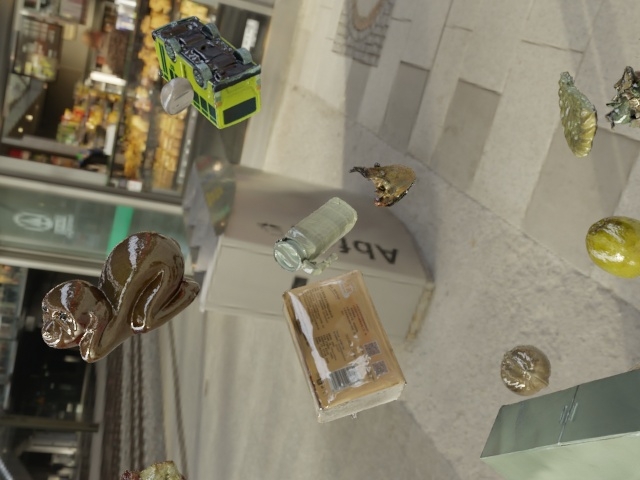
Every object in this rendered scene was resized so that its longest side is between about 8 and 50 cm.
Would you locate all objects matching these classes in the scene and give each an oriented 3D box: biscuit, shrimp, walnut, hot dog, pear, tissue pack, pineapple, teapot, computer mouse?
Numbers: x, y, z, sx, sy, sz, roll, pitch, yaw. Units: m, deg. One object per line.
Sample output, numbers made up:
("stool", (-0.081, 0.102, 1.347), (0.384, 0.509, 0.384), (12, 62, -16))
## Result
("biscuit", (0.661, -0.310, 1.819), (0.273, 0.036, 0.187), (-86, -15, -59))
("shrimp", (0.141, -0.118, 1.584), (0.066, 0.262, 0.117), (36, 114, 31))
("walnut", (0.553, 0.351, 1.897), (0.162, 0.140, 0.140), (25, -109, -67))
("hot dog", (-0.252, 0.445, 1.123), (0.103, 0.146, 0.213), (-3, 119, 46))
("pear", (0.717, 0.011, 1.673), (0.148, 0.162, 0.149), (-53, 11, 15))
("tissue pack", (0.048, 0.268, 1.710), (0.238, 0.239, 0.305), (-57, 47, 51))
("pineapple", (0.759, -0.345, 1.557), (0.271, 0.263, 0.262), (121, 153, -60))
("teapot", (0.000, 0.000, 1.412), (0.200, 0.107, 0.077), (-38, -15, -44))
("computer mouse", (-0.275, -0.278, 1.334), (0.039, 0.066, 0.096), (52, 163, 5))

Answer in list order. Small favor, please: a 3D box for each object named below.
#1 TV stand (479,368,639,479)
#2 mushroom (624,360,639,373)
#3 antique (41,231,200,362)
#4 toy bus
("TV stand", (0.296, 0.211, 0.754), (0.082, 0.088, 0.269), (-58, 11, -33))
("mushroom", (0.626, 0.303, 1.236), (0.204, 0.204, 0.204), (-171, 90, -72))
("antique", (-0.327, 0.085, 1.126), (0.121, 0.257, 0.143), (31, 145, 49))
("toy bus", (-0.250, -0.371, 1.535), (0.262, 0.128, 0.150), (43, 150, 32))
